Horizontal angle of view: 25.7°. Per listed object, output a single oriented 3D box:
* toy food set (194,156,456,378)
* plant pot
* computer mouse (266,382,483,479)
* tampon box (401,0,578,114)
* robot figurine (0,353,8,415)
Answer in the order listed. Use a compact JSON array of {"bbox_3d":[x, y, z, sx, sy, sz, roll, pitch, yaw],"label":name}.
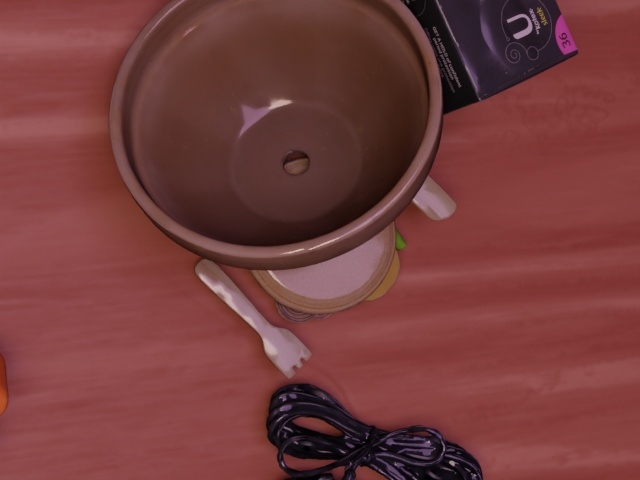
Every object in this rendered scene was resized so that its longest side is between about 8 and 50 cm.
[{"bbox_3d":[0.000,0.000,1.094,0.192,0.038,0.132,-44,94,-13],"label":"toy food set"},{"bbox_3d":[-0.026,-0.076,1.022,0.237,0.109,0.237,-4,65,8],"label":"plant pot"},{"bbox_3d":[0.010,0.261,1.055,0.188,0.072,0.272,23,65,-16],"label":"computer mouse"},{"bbox_3d":[0.094,-0.162,1.072,0.101,0.161,0.120,-28,96,-26],"label":"tampon box"},{"bbox_3d":[-0.317,0.094,0.905,0.219,0.158,0.128,14,57,-20],"label":"robot figurine"}]
